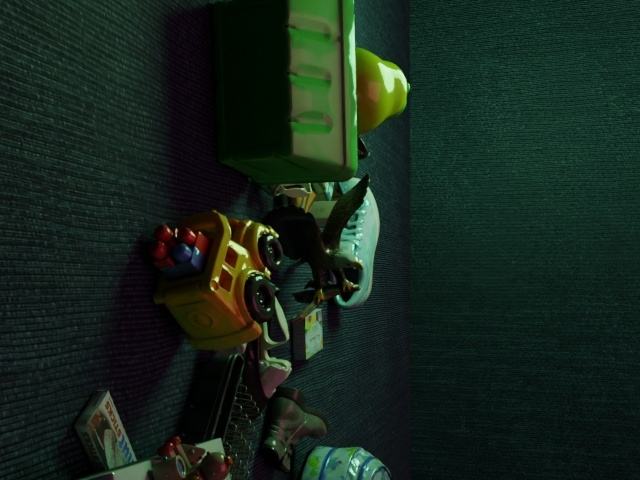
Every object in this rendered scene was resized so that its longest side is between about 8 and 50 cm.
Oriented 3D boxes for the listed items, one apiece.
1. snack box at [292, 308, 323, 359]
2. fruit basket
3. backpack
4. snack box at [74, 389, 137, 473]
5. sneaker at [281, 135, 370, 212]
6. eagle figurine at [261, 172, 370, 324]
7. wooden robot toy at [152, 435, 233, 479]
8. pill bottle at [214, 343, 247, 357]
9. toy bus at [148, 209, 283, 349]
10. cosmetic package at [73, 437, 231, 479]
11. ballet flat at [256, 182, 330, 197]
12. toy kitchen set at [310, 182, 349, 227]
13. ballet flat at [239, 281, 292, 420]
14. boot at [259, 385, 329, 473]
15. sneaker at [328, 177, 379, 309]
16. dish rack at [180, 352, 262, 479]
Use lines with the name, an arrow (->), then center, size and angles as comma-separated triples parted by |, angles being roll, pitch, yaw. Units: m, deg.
snack box -> -0.030, 0.223, 1.824 | 0.141, 0.037, 0.100 | -14, 104, -73
fruit basket -> -0.013, -0.292, 1.461 | 0.392, 0.282, 0.393 | -1, 91, -59
backpack -> 0.036, 0.648, 1.727 | 0.290, 0.273, 0.356 | 59, 22, -49
snack box -> -0.276, 0.286, 1.007 | 0.064, 0.022, 0.178 | -71, 155, -55
sneaker -> 0.014, -0.183, 1.738 | 0.125, 0.179, 0.321 | 64, 30, -56
eagle figurine -> 0.010, 0.001, 1.635 | 0.226, 0.225, 0.299 | -64, 150, -56
wooden robot toy -> -0.147, 0.269, 0.905 | 0.173, 0.079, 0.076 | -28, 97, -84
pill bottle -> -0.152, 0.144, 1.360 | 0.120, 0.067, 0.067 | -74, 157, -44
toy bus -> -0.176, 0.029, 1.193 | 0.211, 0.149, 0.220 | 52, 35, -39
cosmetic package -> -0.185, 0.413, 0.948 | 0.377, 0.097, 0.285 | 39, 36, -77
ballet flat -> -0.033, -0.127, 1.599 | 0.221, 0.079, 0.077 | -16, 152, -39
toy kitchen set -> 0.035, -0.095, 1.911 | 0.166, 0.122, 0.207 | 65, 29, -55
ballet flat -> -0.109, 0.213, 1.453 | 0.095, 0.096, 0.281 | -26, 114, -73
boot -> -0.064, 0.433, 1.660 | 0.246, 0.083, 0.161 | 58, 42, -51
sneaker -> 0.087, 0.014, 2.066 | 0.150, 0.135, 0.366 | -27, 114, -75
dish rack -> -0.159, 0.346, 1.316 | 0.272, 0.074, 0.208 | 72, 25, -46
